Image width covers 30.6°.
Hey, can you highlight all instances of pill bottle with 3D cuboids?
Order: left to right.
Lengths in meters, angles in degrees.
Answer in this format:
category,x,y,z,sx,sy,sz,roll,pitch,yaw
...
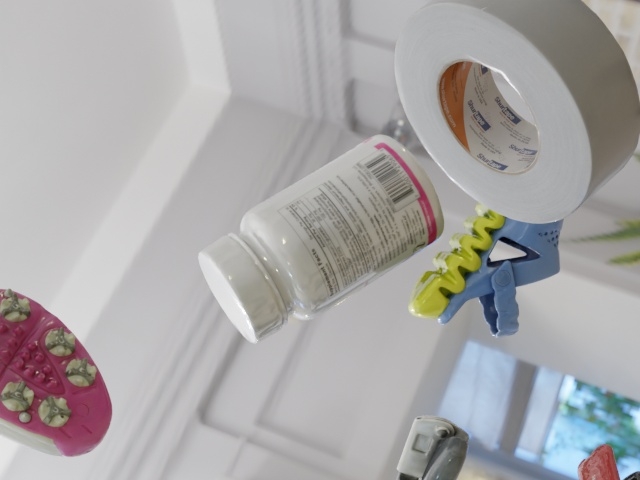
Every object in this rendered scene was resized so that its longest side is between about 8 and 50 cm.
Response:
category,x,y,z,sx,sy,sz,roll,pitch,yaw
pill bottle,0.000,0.000,1.470,0.283,0.160,0.160,-31,-29,-15

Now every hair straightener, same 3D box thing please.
category,x,y,z,sx,sy,sz,roll,pitch,yaw
hair straightener,0.262,0.258,0.924,0.047,0.089,0.230,-47,16,18

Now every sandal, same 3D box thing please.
category,x,y,z,sx,sy,sz,roll,pitch,yaw
sandal,0.254,0.000,1.498,0.317,0.138,0.126,-52,4,5

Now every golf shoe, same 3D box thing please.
category,x,y,z,sx,sy,sz,roll,pitch,yaw
golf shoe,-0.314,0.102,1.013,0.115,0.306,0.140,-47,-14,-45

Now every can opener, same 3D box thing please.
category,x,y,z,sx,sy,sz,roll,pitch,yaw
can opener,0.125,0.340,1.538,0.093,0.074,0.280,-65,-8,-51

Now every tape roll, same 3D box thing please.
category,x,y,z,sx,sy,sz,roll,pitch,yaw
tape roll,0.167,-0.124,1.016,0.072,0.219,0.219,-38,-30,-26
